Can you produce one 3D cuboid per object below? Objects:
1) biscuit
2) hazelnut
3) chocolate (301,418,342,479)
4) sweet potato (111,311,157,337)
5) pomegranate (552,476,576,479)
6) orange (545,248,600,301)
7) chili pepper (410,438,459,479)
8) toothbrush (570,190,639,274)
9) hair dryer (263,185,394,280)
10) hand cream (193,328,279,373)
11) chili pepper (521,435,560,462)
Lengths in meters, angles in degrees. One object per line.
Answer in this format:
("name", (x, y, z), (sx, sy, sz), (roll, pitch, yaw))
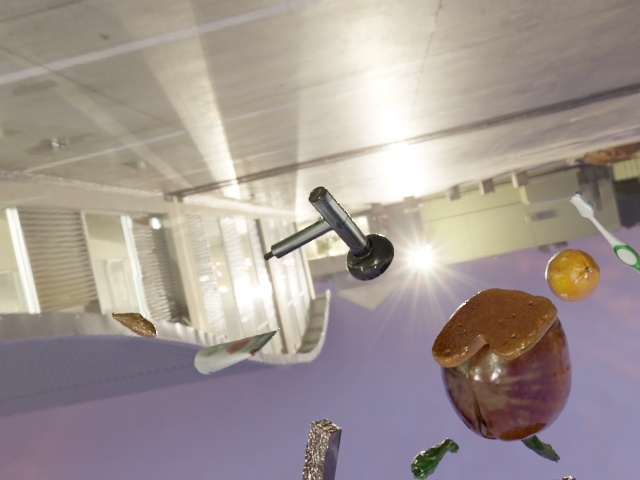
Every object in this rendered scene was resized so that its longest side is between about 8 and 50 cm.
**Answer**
("biscuit", (0.429, 0.233, 1.432), (0.262, 0.052, 0.277), (-48, -157, -20))
("hazelnut", (0.522, 0.353, 1.684), (0.401, 0.430, 0.402), (0, -171, 0))
("chocolate", (0.005, 0.898, 2.312), (0.111, 0.321, 0.112), (13, -175, 39))
("sweet potato", (-0.558, 0.248, 1.728), (0.205, 0.068, 0.060), (10, -161, 31))
("pomegranate", (0.734, 0.891, 1.678), (0.416, 0.417, 0.416), (-12, 180, 0))
("orange", (0.839, 0.116, 1.899), (0.177, 0.178, 0.155), (-12, -168, -21))
("chili pepper", (0.413, 0.799, 2.094), (0.257, 0.074, 0.100), (-25, -161, -36))
("toothbrush", (0.750, 0.044, 1.385), (0.042, 0.418, 0.040), (-41, -179, 42))
("hair dryer", (0.009, -0.003, 1.664), (0.284, 0.156, 0.320), (-23, 132, 36))
("hand cream", (-0.260, 0.323, 1.650), (0.340, 0.078, 0.124), (-26, -171, 39))
("chili pepper", (0.839, 0.792, 2.216), (0.061, 0.224, 0.098), (-45, -162, 12))
